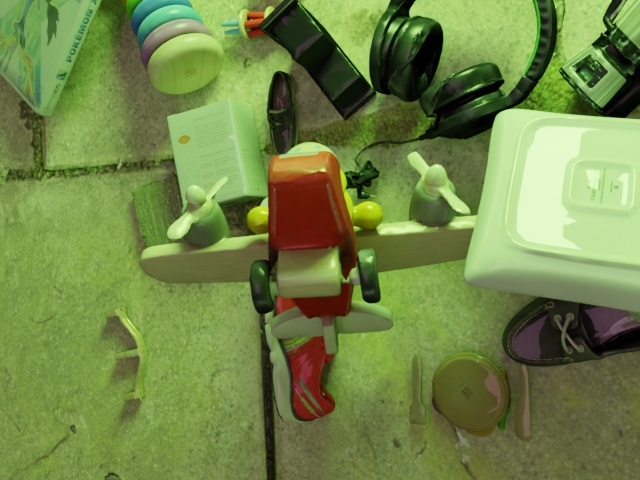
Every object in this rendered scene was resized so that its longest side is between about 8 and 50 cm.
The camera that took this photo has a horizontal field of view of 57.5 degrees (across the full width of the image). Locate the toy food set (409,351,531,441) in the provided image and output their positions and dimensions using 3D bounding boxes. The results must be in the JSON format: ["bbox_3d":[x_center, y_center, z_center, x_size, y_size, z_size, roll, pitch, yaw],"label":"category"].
[{"bbox_3d":[0.238,0.243,0.927,0.192,0.038,0.132,-1,87,31],"label":"toy food set"}]

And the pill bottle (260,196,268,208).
[{"bbox_3d":[-0.057,-0.049,0.978,0.065,0.116,0.065,0,91,20],"label":"pill bottle"}]

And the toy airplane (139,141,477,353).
[{"bbox_3d":[0.000,0.000,0.811,0.384,0.386,0.272,-28,59,45],"label":"toy airplane"}]

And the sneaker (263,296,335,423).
[{"bbox_3d":[-0.030,0.169,1.000,0.118,0.107,0.279,-9,92,1],"label":"sneaker"}]

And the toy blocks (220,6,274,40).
[{"bbox_3d":[-0.103,-0.415,1.019,0.148,0.054,0.123,2,93,20],"label":"toy blocks"}]

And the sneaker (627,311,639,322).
[{"bbox_3d":[0.428,-0.023,0.747,0.366,0.137,0.210,35,74,26],"label":"sneaker"}]

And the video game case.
[{"bbox_3d":[-0.565,-0.454,1.145,0.329,0.036,0.300,41,110,25],"label":"video game case"}]

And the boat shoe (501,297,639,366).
[{"bbox_3d":[0.419,0.104,0.824,0.335,0.095,0.112,-20,85,19],"label":"boat shoe"}]

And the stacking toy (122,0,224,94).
[{"bbox_3d":[-0.302,-0.435,1.053,0.141,0.141,0.330,-32,77,17],"label":"stacking toy"}]

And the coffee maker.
[{"bbox_3d":[0.440,-0.250,0.788,0.178,0.171,0.120,-46,36,34],"label":"coffee maker"}]

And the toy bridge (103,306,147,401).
[{"bbox_3d":[-0.374,0.223,1.145,0.063,0.026,0.188,-15,87,18],"label":"toy bridge"}]

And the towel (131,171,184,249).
[{"bbox_3d":[-0.299,-0.047,1.112,0.110,0.027,0.148,-19,84,18],"label":"towel"}]

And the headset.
[{"bbox_3d":[0.159,-0.235,0.860,0.243,0.185,0.394,43,121,14],"label":"headset"}]

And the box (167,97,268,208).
[{"bbox_3d":[-0.180,-0.147,1.033,0.130,0.091,0.170,-11,88,20],"label":"box"}]

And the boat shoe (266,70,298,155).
[{"bbox_3d":[-0.072,-0.219,1.014,0.056,0.049,0.152,-3,90,19],"label":"boat shoe"}]

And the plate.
[{"bbox_3d":[0.330,-0.054,0.689,0.278,0.045,0.277,9,60,19],"label":"plate"}]

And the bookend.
[{"bbox_3d":[0.000,-0.286,0.932,0.072,0.156,0.157,-39,80,16],"label":"bookend"}]
